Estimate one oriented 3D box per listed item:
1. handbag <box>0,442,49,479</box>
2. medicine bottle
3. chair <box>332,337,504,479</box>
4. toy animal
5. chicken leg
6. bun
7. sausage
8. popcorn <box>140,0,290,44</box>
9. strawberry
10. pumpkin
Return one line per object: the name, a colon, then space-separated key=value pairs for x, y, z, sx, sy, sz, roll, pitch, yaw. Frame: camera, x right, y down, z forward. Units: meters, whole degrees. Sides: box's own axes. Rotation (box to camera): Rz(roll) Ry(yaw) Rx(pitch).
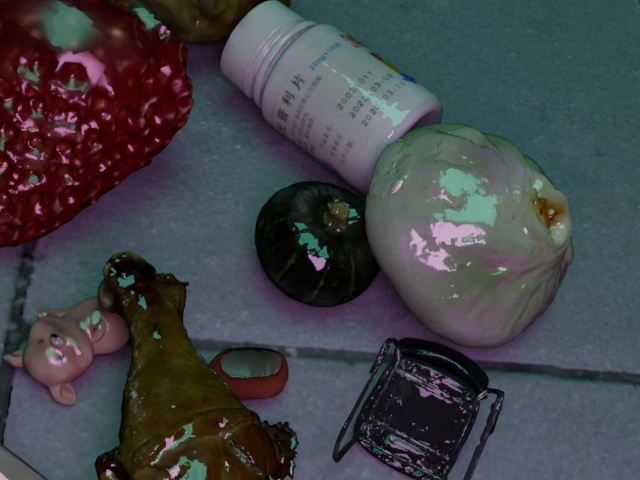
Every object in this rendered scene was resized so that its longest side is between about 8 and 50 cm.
handbag: x=-0.348 y=0.324 z=0.805 sx=0.241 sy=0.109 sz=0.315 roll=41 pitch=47 yaw=-10
medicine bottle: x=0.012 y=-0.203 z=1.305 sx=0.293 sy=0.170 sz=0.170 roll=39 pitch=54 yaw=17
chair: x=0.114 y=0.192 z=1.061 sx=0.140 sy=0.221 sz=0.145 roll=26 pitch=93 yaw=7
toy animal: x=-0.270 y=0.114 z=1.052 sx=0.150 sy=0.089 sz=0.083 roll=-31 pitch=44 yaw=-28
chicken leg: x=-0.123 y=0.179 z=0.958 sx=0.211 sy=0.140 sz=0.361 roll=19 pitch=48 yaw=-32
bun: x=0.205 y=-0.023 z=1.141 sx=0.293 sy=0.187 sz=0.293 roll=20 pitch=53 yaw=-30
sausage: x=-0.082 y=0.153 z=1.072 sx=0.094 sy=0.054 sz=0.059 roll=1 pitch=58 yaw=-12
popcorn: x=-0.180 y=-0.426 z=1.364 sx=0.335 sy=0.279 sz=0.274 roll=-18 pitch=75 yaw=-48
strawberry: x=-0.347 y=-0.159 z=1.136 sx=0.317 sy=0.295 sz=0.345 roll=40 pitch=64 yaw=-26
pumpkin: x=-0.001 y=0.002 z=1.167 sx=0.167 sy=0.125 sz=0.167 roll=4 pitch=70 yaw=-10
